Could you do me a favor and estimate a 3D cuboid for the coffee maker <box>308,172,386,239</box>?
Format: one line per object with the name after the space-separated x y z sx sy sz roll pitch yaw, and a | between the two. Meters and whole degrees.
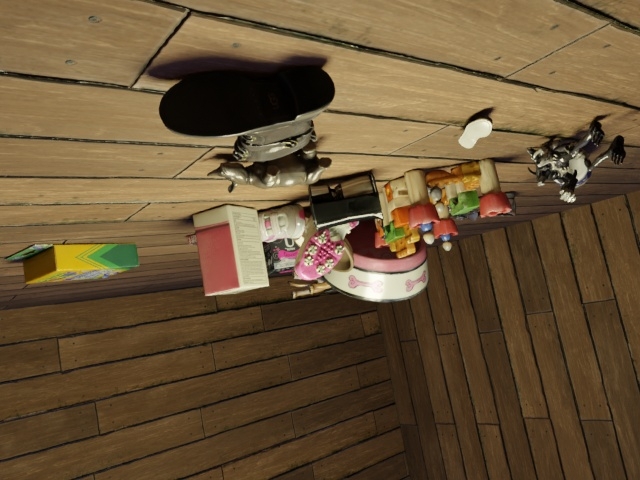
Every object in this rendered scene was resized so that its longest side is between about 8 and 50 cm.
0.066 -0.078 1.420 0.178 0.171 0.120 -13 157 2 | coffee maker

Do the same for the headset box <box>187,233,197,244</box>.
-0.398 -0.006 1.830 0.083 0.032 0.062 -14 172 15 | headset box

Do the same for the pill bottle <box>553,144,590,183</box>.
0.728 -0.210 1.599 0.112 0.111 0.187 -15 171 29 | pill bottle

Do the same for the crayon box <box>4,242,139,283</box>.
-0.761 0.070 1.699 0.203 0.083 0.323 -17 170 37 | crayon box

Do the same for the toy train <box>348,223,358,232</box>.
0.065 -0.075 1.735 0.046 0.125 0.166 37 153 -23 | toy train

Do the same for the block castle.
0.343 -0.074 1.683 0.303 0.212 0.453 -9 173 -10 | block castle

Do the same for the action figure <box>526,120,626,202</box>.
0.624 -0.195 1.411 0.141 0.164 0.276 -48 -176 -25 | action figure

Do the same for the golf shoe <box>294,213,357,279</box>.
0.005 -0.011 1.552 0.140 0.115 0.306 -8 -139 51 | golf shoe

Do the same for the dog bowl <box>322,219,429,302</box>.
0.201 0.049 1.987 0.409 0.150 0.408 4 -151 -2 | dog bowl

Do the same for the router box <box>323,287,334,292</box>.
0.079 0.089 2.398 0.081 0.242 0.309 -8 172 -21 | router box

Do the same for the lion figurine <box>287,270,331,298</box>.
0.031 0.148 2.201 0.240 0.142 0.392 -11 -178 -23 | lion figurine

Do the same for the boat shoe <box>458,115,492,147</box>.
0.329 -0.234 1.148 0.046 0.038 0.125 31 166 4 | boat shoe

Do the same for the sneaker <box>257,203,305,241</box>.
-0.145 -0.043 1.647 0.111 0.102 0.252 -6 170 -44 | sneaker

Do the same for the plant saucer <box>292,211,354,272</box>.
0.000 0.000 1.789 0.041 0.278 0.278 -51 -171 -22 | plant saucer

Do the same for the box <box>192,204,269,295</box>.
-0.250 0.030 1.541 0.127 0.232 0.149 -14 171 25 | box

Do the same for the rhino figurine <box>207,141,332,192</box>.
-0.105 -0.141 1.104 0.244 0.073 0.106 -8 169 -9 | rhino figurine

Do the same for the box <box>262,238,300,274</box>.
-0.096 0.040 2.180 0.248 0.142 0.163 -9 171 -21 | box

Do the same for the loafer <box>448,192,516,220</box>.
0.628 -0.119 2.175 0.303 0.095 0.109 -11 172 1 | loafer

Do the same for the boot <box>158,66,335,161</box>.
-0.108 -0.167 0.835 0.263 0.091 0.229 -11 172 -17 | boot
